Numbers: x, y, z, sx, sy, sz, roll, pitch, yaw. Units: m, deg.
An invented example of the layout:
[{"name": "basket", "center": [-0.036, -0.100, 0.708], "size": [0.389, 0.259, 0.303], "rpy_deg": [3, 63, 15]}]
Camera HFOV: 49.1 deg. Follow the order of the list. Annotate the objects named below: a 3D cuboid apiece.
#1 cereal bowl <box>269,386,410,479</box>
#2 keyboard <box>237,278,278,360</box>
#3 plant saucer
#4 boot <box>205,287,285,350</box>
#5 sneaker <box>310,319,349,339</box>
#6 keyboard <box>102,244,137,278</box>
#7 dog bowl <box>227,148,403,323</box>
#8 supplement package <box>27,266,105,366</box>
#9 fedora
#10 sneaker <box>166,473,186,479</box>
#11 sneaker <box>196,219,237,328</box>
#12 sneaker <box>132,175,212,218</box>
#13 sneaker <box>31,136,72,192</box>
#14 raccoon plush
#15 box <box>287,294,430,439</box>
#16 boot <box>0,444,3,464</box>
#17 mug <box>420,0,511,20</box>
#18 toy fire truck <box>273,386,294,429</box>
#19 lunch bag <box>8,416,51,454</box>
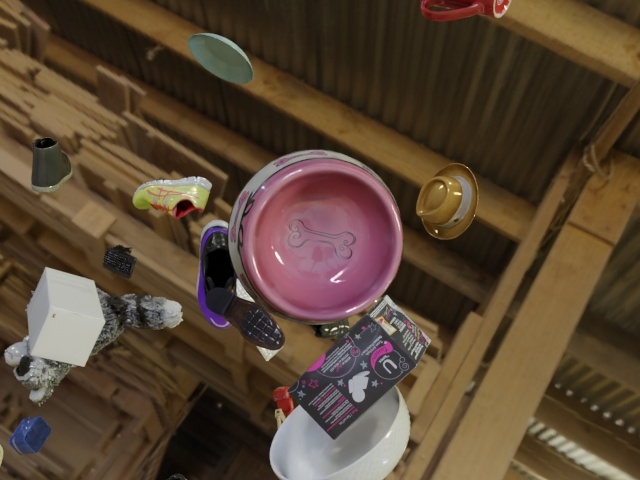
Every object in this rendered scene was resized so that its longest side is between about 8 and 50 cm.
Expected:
[{"name": "cereal bowl", "center": [0.060, 0.475, 1.623], "size": [0.339, 0.339, 0.141], "rpy_deg": [0, -56, 52]}, {"name": "keyboard", "center": [-0.200, 0.236, 2.072], "size": [0.014, 0.072, 0.256], "rpy_deg": [-12, -66, 52]}, {"name": "plant saucer", "center": [-0.256, -0.490, 1.850], "size": [0.195, 0.037, 0.195], "rpy_deg": [23, -17, 8]}, {"name": "boot", "center": [-0.152, 0.182, 1.581], "size": [0.219, 0.082, 0.106], "rpy_deg": [33, -6, 25]}, {"name": "sneaker", "center": [-0.021, 0.203, 2.291], "size": [0.286, 0.130, 0.109], "rpy_deg": [54, -55, 32]}, {"name": "keyboard", "center": [-0.668, 0.058, 2.293], "size": [0.192, 0.100, 0.038], "rpy_deg": [14, -3, 45]}, {"name": "dog bowl", "center": [0.000, 0.000, 1.548], "size": [0.408, 0.408, 0.150], "rpy_deg": [40, -2, -9]}, {"name": "supplement package", "center": [-0.493, 0.144, 1.348], "size": [0.105, 0.105, 0.179], "rpy_deg": [21, 12, -30]}, {"name": "fedora", "center": [0.290, -0.097, 1.686], "size": [0.079, 0.194, 0.194], "rpy_deg": [7, -6, -35]}, {"name": "sneaker", "center": [-0.329, 0.550, 1.441], "size": [0.063, 0.170, 0.075], "rpy_deg": [30, -39, 8]}, {"name": "sneaker", "center": [-0.253, 0.110, 1.722], "size": [0.146, 0.102, 0.293], "rpy_deg": [-117, -156, -62]}, {"name": "sneaker", "center": [-0.369, -0.095, 1.711], "size": [0.208, 0.094, 0.081], "rpy_deg": [-9, -24, 18]}, {"name": "sneaker", "center": [-0.661, -0.210, 1.735], "size": [0.083, 0.118, 0.222], "rpy_deg": [4, 24, -14]}, {"name": "raccoon plush", "center": [-0.612, 0.299, 1.876], "size": [0.446, 0.216, 0.299], "rpy_deg": [10, -67, -1]}, {"name": "box", "center": [0.083, 0.255, 1.423], "size": [0.142, 0.247, 0.163], "rpy_deg": [47, 21, 6]}, {"name": "boot", "center": [-0.859, 0.555, 1.638], "size": [0.077, 0.213, 0.165], "rpy_deg": [30, -18, 22]}, {"name": "mug", "center": [0.297, -0.507, 1.449], "size": [0.169, 0.150, 0.113], "rpy_deg": [26, 8, 28]}, {"name": "toy fire truck", "center": [-0.113, 0.539, 2.113], "size": [0.047, 0.192, 0.135], "rpy_deg": [-13, -11, 11]}, {"name": "lunch bag", "center": [-0.765, 0.510, 1.844], "size": [0.065, 0.098, 0.067], "rpy_deg": [-13, -61, 22]}]
